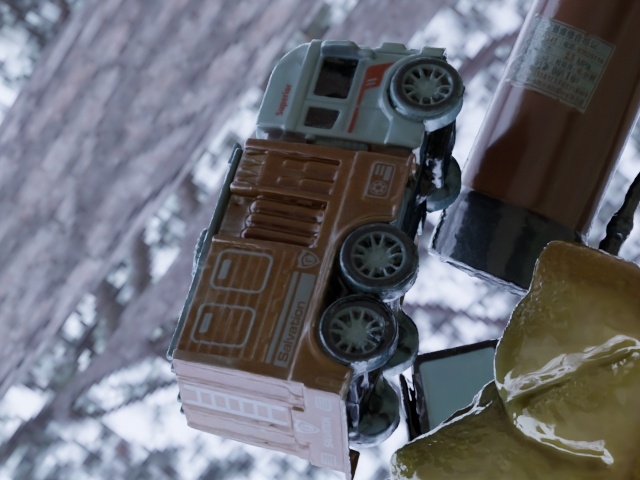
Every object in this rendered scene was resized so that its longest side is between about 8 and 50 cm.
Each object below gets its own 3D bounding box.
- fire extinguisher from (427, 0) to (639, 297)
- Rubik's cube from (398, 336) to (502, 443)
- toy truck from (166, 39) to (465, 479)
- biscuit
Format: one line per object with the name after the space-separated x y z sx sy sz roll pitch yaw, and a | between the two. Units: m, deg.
0.234 -0.128 1.481 0.200 0.376 0.113 21 179 -6 | fire extinguisher
0.259 0.254 1.931 0.283 0.293 0.288 44 -143 -64 | Rubik's cube
0.000 0.000 1.355 0.162 0.136 0.305 11 -121 10 | toy truck
0.143 0.142 1.295 0.154 0.299 0.045 41 -161 17 | biscuit
